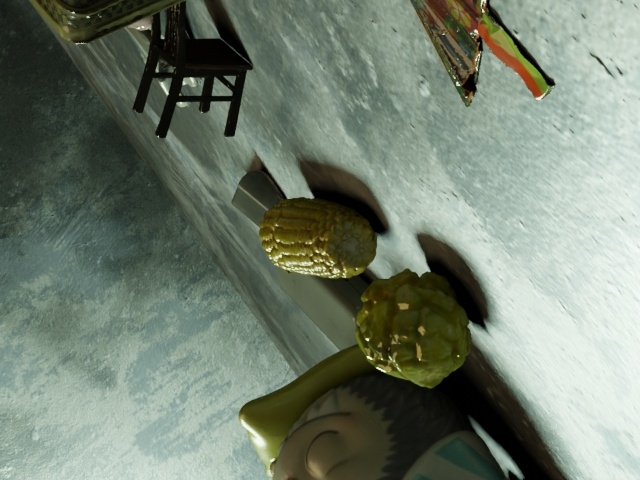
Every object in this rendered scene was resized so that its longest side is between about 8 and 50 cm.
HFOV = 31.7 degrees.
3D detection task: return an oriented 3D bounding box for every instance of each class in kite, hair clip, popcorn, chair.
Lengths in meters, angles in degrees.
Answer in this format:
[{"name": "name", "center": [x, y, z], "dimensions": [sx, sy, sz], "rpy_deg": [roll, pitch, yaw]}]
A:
[{"name": "kite", "center": [0.068, -0.150, 0.633], "dimensions": [0.183, 0.014, 0.241], "rpy_deg": [52, 169, 14]}, {"name": "hair clip", "center": [-0.239, -0.274, 1.631], "dimensions": [0.220, 0.054, 0.140], "rpy_deg": [51, 177, 44]}, {"name": "popcorn", "center": [0.093, 0.082, 1.072], "dimensions": [0.106, 0.116, 0.120], "rpy_deg": [28, 134, -17]}, {"name": "chair", "center": [-0.131, -0.222, 1.223], "dimensions": [0.084, 0.101, 0.212], "rpy_deg": [44, 129, 45]}]

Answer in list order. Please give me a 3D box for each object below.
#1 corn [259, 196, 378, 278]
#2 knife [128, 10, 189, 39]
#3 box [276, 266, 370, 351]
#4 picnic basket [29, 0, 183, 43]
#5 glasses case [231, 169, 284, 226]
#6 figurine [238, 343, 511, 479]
[{"name": "corn", "center": [-0.004, -0.003, 1.270], "dimensions": [0.091, 0.091, 0.260], "rpy_deg": [28, 174, -18]}, {"name": "knife", "center": [-0.203, -0.267, 1.305], "dimensions": [0.336, 0.043, 0.081], "rpy_deg": [12, -114, -82]}, {"name": "box", "center": [0.013, 0.070, 1.471], "dimensions": [0.244, 0.055, 0.103], "rpy_deg": [42, 146, 51]}, {"name": "picnic basket", "center": [-0.203, -0.299, 0.911], "dimensions": [0.266, 0.165, 0.139], "rpy_deg": [48, 155, 27]}, {"name": "glasses case", "center": [-0.090, -0.057, 1.644], "dimensions": [0.072, 0.042, 0.190], "rpy_deg": [48, 170, -1]}, {"name": "figurine", "center": [0.114, 0.338, 1.328], "dimensions": [0.361, 0.266, 0.377], "rpy_deg": [43, -167, -53]}]
